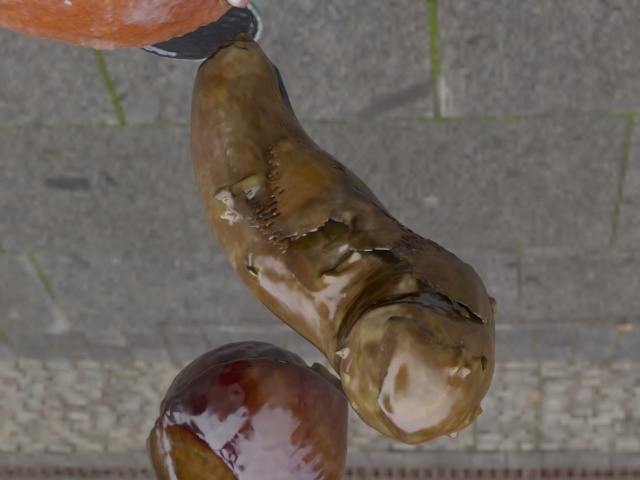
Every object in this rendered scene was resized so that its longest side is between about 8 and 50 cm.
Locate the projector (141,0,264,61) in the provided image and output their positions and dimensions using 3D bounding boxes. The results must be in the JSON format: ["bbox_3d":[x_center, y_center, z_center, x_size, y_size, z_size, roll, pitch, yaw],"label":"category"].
[{"bbox_3d":[-0.088,-0.299,1.128,0.108,0.337,0.108,1,155,1],"label":"projector"}]

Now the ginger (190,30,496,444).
[{"bbox_3d":[0.009,0.009,0.895,0.107,0.309,0.133,-42,136,2],"label":"ginger"}]

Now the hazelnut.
[{"bbox_3d":[-0.064,0.163,1.274,0.170,0.160,0.201,5,177,-20],"label":"hazelnut"}]

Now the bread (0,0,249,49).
[{"bbox_3d":[-0.134,-0.210,0.864,0.244,0.190,0.123,26,160,-1],"label":"bread"}]
